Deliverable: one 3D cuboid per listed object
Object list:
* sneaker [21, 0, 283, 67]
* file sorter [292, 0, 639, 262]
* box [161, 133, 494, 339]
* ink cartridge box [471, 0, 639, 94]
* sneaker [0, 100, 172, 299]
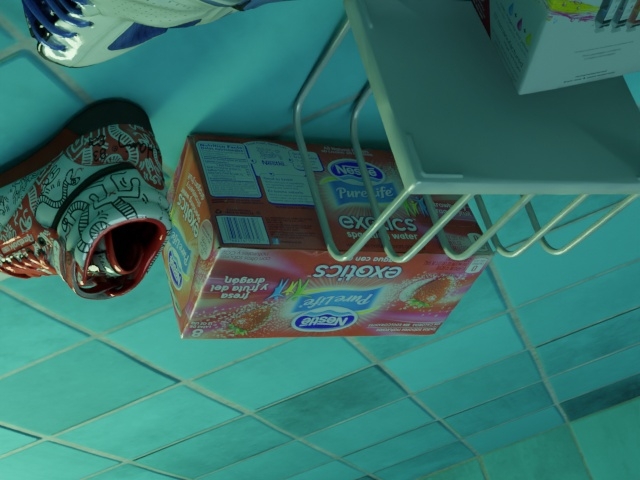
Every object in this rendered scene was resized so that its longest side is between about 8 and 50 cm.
[{"bbox_3d":[-0.128,-0.166,0.541,0.182,0.127,0.315,-17,-176,18],"label":"sneaker"},{"bbox_3d":[0.136,-0.090,0.841,0.278,0.193,0.173,-1,151,-29],"label":"file sorter"},{"bbox_3d":[0.000,0.000,0.930,0.300,0.154,0.142,1,139,-27],"label":"box"},{"bbox_3d":[0.207,-0.225,0.699,0.127,0.128,0.176,-12,151,-11],"label":"ink cartridge box"},{"bbox_3d":[-0.244,0.004,0.817,0.270,0.145,0.090,-35,147,22],"label":"sneaker"}]
